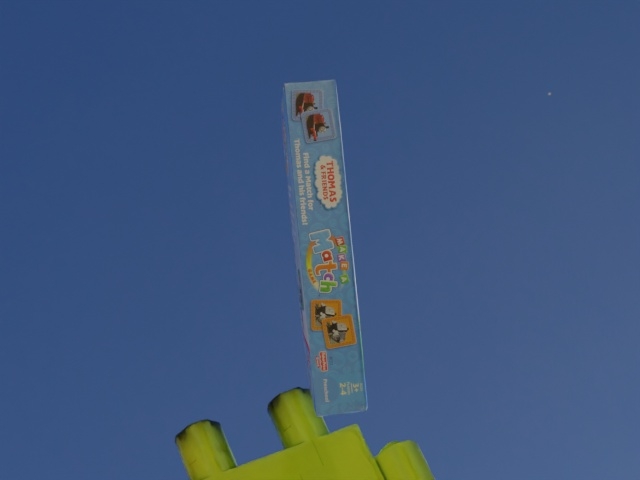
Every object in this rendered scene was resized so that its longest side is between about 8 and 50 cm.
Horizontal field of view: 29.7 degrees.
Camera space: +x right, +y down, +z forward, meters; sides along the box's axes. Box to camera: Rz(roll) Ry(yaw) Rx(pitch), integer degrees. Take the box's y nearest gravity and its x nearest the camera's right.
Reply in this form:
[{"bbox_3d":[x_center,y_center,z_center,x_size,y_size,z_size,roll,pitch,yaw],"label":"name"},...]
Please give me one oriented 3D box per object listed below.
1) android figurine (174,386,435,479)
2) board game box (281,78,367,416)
[{"bbox_3d":[-0.014,0.248,0.947,0.248,0.056,0.272,-16,-125,-13],"label":"android figurine"},{"bbox_3d":[0.000,0.000,0.834,0.039,0.160,0.211,-6,-86,-2],"label":"board game box"}]
